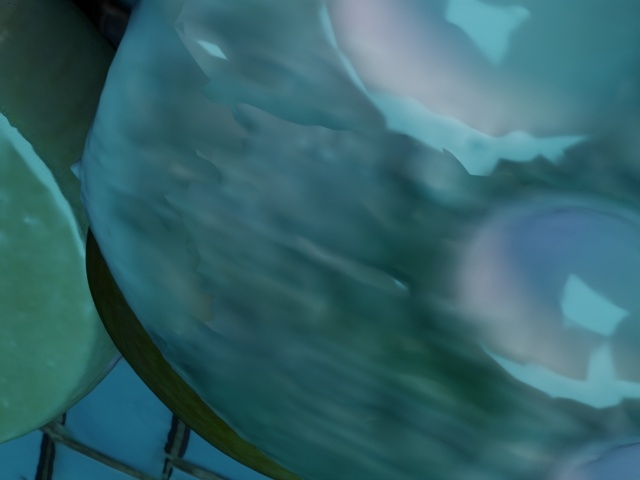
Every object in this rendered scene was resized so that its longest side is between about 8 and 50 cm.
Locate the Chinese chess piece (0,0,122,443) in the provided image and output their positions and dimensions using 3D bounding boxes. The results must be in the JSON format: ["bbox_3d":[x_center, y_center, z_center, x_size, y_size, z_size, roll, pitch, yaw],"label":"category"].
[{"bbox_3d":[-0.267,-0.029,0.940,0.349,0.146,0.349,7,125,10],"label":"Chinese chess piece"}]

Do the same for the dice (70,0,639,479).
[{"bbox_3d":[0.122,-0.094,0.530,0.348,0.330,0.328,29,136,-3],"label":"dice"}]

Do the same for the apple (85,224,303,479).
[{"bbox_3d":[0.000,0.000,0.792,0.234,0.256,0.257,22,145,-14],"label":"apple"}]
